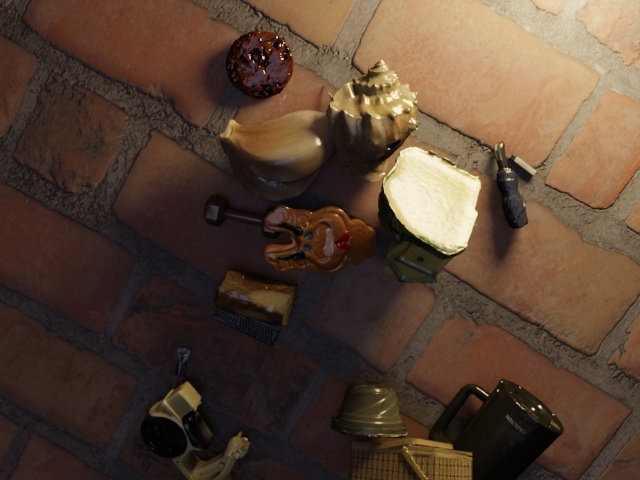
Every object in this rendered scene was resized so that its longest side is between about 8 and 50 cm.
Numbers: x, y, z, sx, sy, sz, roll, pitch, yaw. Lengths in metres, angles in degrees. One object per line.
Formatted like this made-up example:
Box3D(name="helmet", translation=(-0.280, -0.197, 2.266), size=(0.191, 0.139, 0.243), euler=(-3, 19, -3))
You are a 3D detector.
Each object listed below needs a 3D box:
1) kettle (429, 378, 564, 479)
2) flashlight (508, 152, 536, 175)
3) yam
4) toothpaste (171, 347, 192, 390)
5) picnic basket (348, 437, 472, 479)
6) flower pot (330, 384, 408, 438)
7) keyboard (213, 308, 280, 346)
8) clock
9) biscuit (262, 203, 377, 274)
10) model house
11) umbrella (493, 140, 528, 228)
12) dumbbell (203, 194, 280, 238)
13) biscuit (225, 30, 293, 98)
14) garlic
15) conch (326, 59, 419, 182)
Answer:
Box3D(name="kettle", translation=(0.502, 0.574, 1.686), size=(0.262, 0.203, 0.308), euler=(34, 104, -4))
Box3D(name="flashlight", translation=(0.567, -0.214, 1.621), size=(0.083, 0.018, 0.018), euler=(36, 102, -3))
Box3D(name="yam", translation=(-0.194, 0.166, 1.707), size=(0.239, 0.129, 0.128), euler=(16, 137, 2))
Box3D(name="toothpaste", translation=(-0.444, 0.418, 1.822), size=(0.045, 0.028, 0.169), euler=(12, 100, -9))
Box3D(name="picnic basket", translation=(0.259, 0.656, 1.634), size=(0.313, 0.228, 0.175), euler=(-14, 62, 42))
Box3D(name="flower pot", translation=(0.145, 0.502, 1.711), size=(0.236, 0.235, 0.140), euler=(2, 78, 4))
Box3D(name="keyboard", translation=(-0.227, 0.259, 1.781), size=(0.203, 0.011, 0.067), euler=(26, 101, -1))
Box3D(name="clock", translation=(-0.380, 0.643, 1.806), size=(0.276, 0.120, 0.379), euler=(-40, 98, 21))
Box3D(name="biscuit", translation=(0.000, 0.000, 1.651), size=(0.334, 0.047, 0.201), euler=(4, 105, -12))
Box3D(name="model house", translation=(0.247, -0.048, 1.543), size=(0.261, 0.321, 0.266), euler=(26, 142, -1))
Box3D(name="umbrella", translation=(0.522, -0.153, 1.619), size=(0.071, 0.071, 0.248), euler=(-19, 94, 8))
Box3D(name="dumbbell", translation=(-0.224, -0.069, 1.684), size=(0.231, 0.092, 0.082), euler=(12, 129, 2))
Box3D(name="biscuit", translation=(-0.171, -0.492, 1.618), size=(0.192, 0.049, 0.191), euler=(2, 104, 7))
Box3D(name="garlic", translation=(-0.080, -0.241, 1.616), size=(0.340, 0.231, 0.245), euler=(-24, 55, -8))
Box3D(name="conch", translation=(0.144, -0.308, 1.533), size=(0.263, 0.186, 0.323), euler=(-16, 106, -27))
